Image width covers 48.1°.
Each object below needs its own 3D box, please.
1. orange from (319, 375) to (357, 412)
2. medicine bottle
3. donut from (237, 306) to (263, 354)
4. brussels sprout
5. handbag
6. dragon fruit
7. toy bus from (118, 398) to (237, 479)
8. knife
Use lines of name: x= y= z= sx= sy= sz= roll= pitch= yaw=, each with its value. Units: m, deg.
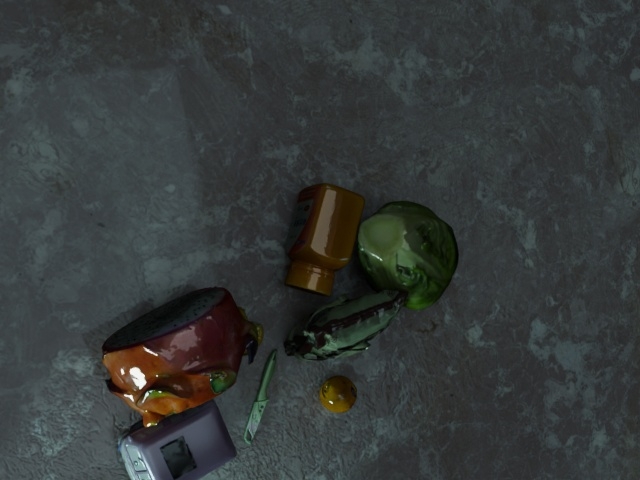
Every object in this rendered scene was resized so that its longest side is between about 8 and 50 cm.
orange: x=0.039 y=0.337 z=1.572 sx=0.083 sy=0.083 sz=0.084 roll=1 pitch=88 yaw=-24
medicine bottle: x=-0.001 y=0.000 z=1.526 sx=0.112 sy=0.149 sz=0.222 roll=18 pitch=81 yaw=-21
donut: x=-0.169 y=0.195 z=1.506 sx=0.108 sy=0.043 sz=0.097 roll=38 pitch=73 yaw=-14
brussels sprout: x=0.182 y=0.023 z=1.558 sx=0.219 sy=0.210 sz=0.271 roll=-63 pitch=148 yaw=-7
handbag: x=0.055 y=0.178 z=1.520 sx=0.235 sy=0.213 sz=0.127 roll=-14 pitch=75 yaw=-23
dragon fruit: x=-0.255 y=0.222 z=1.340 sx=0.290 sy=0.290 sz=0.189 roll=-29 pitch=100 yaw=-22
toy bus: x=-0.279 y=0.399 z=1.394 sx=0.202 sy=0.142 sz=0.142 roll=-25 pitch=99 yaw=-22
knife: x=-0.124 y=0.333 z=1.536 sx=0.030 sy=0.014 sz=0.207 roll=21 pitch=81 yaw=-21
